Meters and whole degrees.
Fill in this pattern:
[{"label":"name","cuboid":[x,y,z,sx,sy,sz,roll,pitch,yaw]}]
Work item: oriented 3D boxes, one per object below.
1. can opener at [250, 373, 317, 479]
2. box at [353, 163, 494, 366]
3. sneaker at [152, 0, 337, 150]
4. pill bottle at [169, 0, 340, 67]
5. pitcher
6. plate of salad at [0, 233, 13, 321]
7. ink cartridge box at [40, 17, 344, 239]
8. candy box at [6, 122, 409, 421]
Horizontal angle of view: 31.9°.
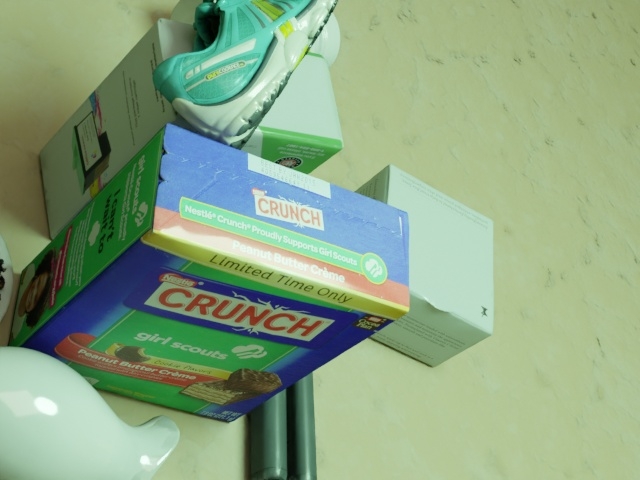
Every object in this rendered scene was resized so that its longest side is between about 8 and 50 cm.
[{"label":"can opener","cuboid":[-0.025,0.235,1.186,0.076,0.095,0.283,19,53,-31]},{"label":"box","cuboid":[0.116,0.034,1.418,0.181,0.119,0.182,27,49,-25]},{"label":"sneaker","cuboid":[-0.059,-0.200,1.037,0.110,0.107,0.275,35,47,-6]},{"label":"pill bottle","cuboid":[-0.082,-0.260,1.444,0.208,0.119,0.119,-11,71,-44]},{"label":"pitcher","cuboid":[-0.250,0.203,1.015,0.207,0.125,0.177,34,61,-33]},{"label":"plate of salad","cuboid":[-0.384,0.017,1.062,0.200,0.048,0.200,21,51,-28]},{"label":"ink cartridge box","cuboid":[-0.143,-0.095,1.172,0.201,0.278,0.117,6,63,-37]},{"label":"candy box","cuboid":[-0.112,0.049,1.073,0.268,0.317,0.122,19,52,-30]}]
